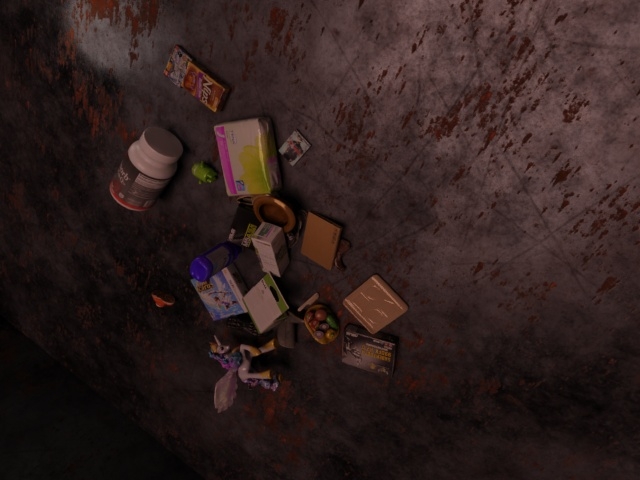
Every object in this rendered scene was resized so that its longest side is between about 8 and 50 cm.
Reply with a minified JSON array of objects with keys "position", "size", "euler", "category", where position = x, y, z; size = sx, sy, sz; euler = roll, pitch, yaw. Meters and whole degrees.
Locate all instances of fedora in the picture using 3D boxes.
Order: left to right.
[{"position":[-0.173,-0.119,1.680],"size":[0.195,0.079,0.194],"euler":[19,138,18],"category":"fedora"}]

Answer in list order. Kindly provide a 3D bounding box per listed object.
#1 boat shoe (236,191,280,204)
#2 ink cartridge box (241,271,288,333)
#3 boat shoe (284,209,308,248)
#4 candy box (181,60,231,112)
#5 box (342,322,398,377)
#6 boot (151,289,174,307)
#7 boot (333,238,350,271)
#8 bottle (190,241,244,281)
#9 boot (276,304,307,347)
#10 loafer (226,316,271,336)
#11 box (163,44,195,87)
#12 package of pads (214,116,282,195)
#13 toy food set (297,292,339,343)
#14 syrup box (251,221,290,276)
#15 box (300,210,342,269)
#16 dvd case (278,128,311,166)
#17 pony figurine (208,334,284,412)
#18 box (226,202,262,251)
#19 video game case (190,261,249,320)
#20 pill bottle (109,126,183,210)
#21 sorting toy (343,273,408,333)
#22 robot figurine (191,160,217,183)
[{"position":[-0.261,-0.169,1.746],"size":[0.190,0.072,0.068],"euler":[-2,109,27],"category":"boat shoe"},{"position":[-0.217,0.270,1.863],"size":[0.255,0.097,0.188],"euler":[-44,69,38],"category":"ink cartridge box"},{"position":[-0.121,-0.039,1.737],"size":[0.075,0.065,0.206],"euler":[37,123,8],"category":"boat shoe"},{"position":[-0.452,-0.607,1.661],"size":[0.187,0.053,0.109],"euler":[38,123,6],"category":"candy box"},{"position":[0.210,0.469,1.801],"size":[0.231,0.056,0.182],"euler":[13,116,22],"category":"box"},{"position":[-0.843,0.330,2.279],"size":[0.158,0.059,0.084],"euler":[15,121,30],"category":"boot"},{"position":[0.092,0.058,1.692],"size":[0.106,0.037,0.114],"euler":[46,121,1],"category":"boot"},{"position":[-0.436,0.073,1.816],"size":[0.092,0.283,0.118],"euler":[36,122,9],"category":"bottle"},{"position":[-0.127,0.409,1.935],"size":[0.190,0.076,0.208],"euler":[20,113,34],"category":"boot"},{"position":[-0.348,0.418,2.051],"size":[0.224,0.078,0.076],"euler":[15,80,3],"category":"loafer"},{"position":[-0.568,-0.699,1.693],"size":[0.094,0.027,0.137],"euler":[43,124,2],"category":"box"},{"position":[-0.281,-0.328,1.663],"size":[0.229,0.101,0.296],"euler":[0,109,27],"category":"package of pads"},{"position":[0.000,0.349,1.810],"size":[0.128,0.071,0.217],"euler":[-34,97,-5],"category":"toy food set"},{"position":[-0.201,0.040,1.741],"size":[0.097,0.093,0.236],"euler":[17,145,20],"category":"syrup box"},{"position":[0.000,0.000,1.699],"size":[0.165,0.021,0.201],"euler":[30,125,29],"category":"box"},{"position":[-0.099,-0.355,1.616],"size":[0.087,0.013,0.119],"euler":[49,123,0],"category":"dvd case"},{"position":[-0.367,0.627,2.043],"size":[0.364,0.303,0.350],"euler":[-4,101,25],"category":"pony figurine"},{"position":[-0.289,-0.047,1.797],"size":[0.184,0.045,0.190],"euler":[21,123,-10],"category":"box"},{"position":[-0.476,0.254,2.052],"size":[0.270,0.061,0.244],"euler":[-20,101,32],"category":"video game case"},{"position":[-0.764,-0.313,1.857],"size":[0.210,0.210,0.363],"euler":[48,124,1],"category":"pill bottle"},{"position":[0.223,0.259,1.717],"size":[0.193,0.038,0.208],"euler":[46,120,2],"category":"sorting toy"},{"position":[-0.505,-0.294,1.818],"size":[0.115,0.067,0.101],"euler":[31,134,12],"category":"robot figurine"}]
